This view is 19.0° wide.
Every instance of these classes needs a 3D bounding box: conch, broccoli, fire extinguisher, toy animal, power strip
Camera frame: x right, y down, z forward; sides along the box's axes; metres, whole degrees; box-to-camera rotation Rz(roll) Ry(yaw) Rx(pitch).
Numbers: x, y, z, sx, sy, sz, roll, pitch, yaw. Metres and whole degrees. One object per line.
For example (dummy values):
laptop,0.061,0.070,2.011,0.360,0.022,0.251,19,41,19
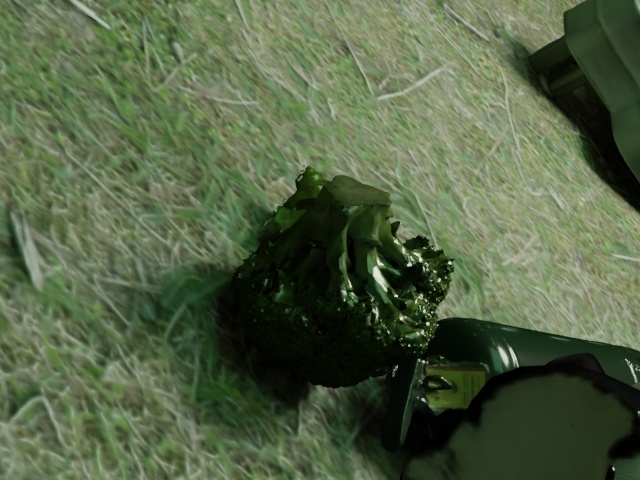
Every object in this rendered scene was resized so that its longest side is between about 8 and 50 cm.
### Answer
conch,0.000,0.000,1.403,0.089,0.074,0.121,-7,72,-22
broccoli,0.014,0.029,1.290,0.145,0.138,0.162,12,22,5
fire extinguisher,0.142,0.117,1.407,0.311,0.095,0.114,15,72,-50
toy animal,0.216,0.188,1.290,0.266,0.212,0.212,15,41,-42
power strip,0.341,-0.140,2.059,0.261,0.141,0.229,52,23,-24
